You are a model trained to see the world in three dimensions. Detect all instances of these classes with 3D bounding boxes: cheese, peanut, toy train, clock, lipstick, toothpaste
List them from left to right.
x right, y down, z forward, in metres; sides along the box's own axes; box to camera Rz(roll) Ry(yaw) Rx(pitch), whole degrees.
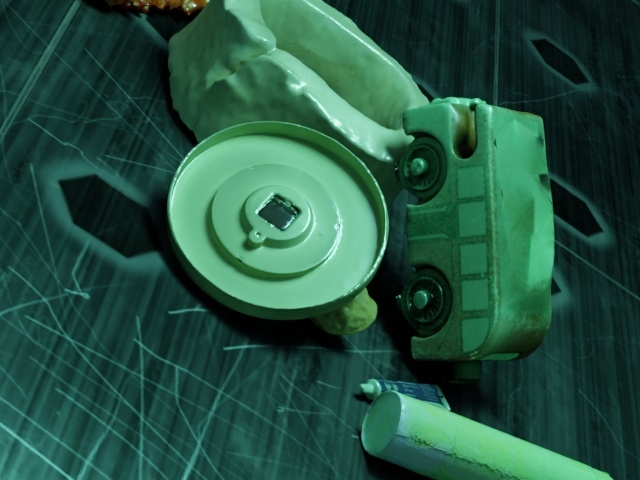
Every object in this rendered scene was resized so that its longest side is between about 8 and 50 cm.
[{"bbox_3d":[-0.044,-0.024,1.907,0.235,0.029,0.235,4,59,-7],"label":"clock"},{"bbox_3d":[-0.024,-0.170,2.176,0.332,0.153,0.292,36,26,-8],"label":"cheese"},{"bbox_3d":[-0.018,0.024,1.953,0.194,0.083,0.093,48,32,14],"label":"peanut"},{"bbox_3d":[0.088,0.164,1.943,0.140,0.021,0.037,12,44,-47],"label":"toothpaste"},{"bbox_3d":[0.174,-0.002,2.029,0.129,0.159,0.326,6,81,-48],"label":"toy train"},{"bbox_3d":[0.180,0.234,1.893,0.304,0.076,0.076,23,30,-29],"label":"lipstick"}]

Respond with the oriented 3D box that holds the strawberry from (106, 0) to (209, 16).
[{"bbox_3d":[-0.211,-0.403,2.270,0.137,0.233,0.306,22,18,37],"label":"strawberry"}]
